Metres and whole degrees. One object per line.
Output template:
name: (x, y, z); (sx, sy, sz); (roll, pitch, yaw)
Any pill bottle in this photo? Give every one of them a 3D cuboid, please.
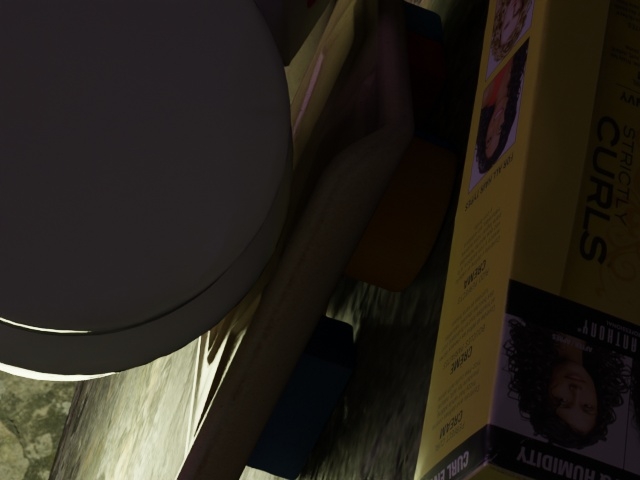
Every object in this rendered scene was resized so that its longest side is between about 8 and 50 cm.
pill bottle: (-0.137, -0.036, 0.889); (0.392, 0.224, 0.224); (149, 140, -79)

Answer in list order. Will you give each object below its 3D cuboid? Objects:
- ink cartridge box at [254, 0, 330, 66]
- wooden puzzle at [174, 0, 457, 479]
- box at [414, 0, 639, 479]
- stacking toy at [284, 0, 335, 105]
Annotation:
ink cartridge box: (0.000, -0.336, 0.936); (0.385, 0.160, 0.279); (-60, -13, -28)
wooden puzzle: (0.000, 0.000, 0.999); (0.348, 0.080, 0.322); (-80, 15, -59)
box: (0.091, -0.007, 0.535); (0.058, 0.087, 0.232); (129, 159, -53)
stacking toy: (-0.244, -0.223, 1.408); (0.350, 0.479, 0.351); (-170, 90, -74)
